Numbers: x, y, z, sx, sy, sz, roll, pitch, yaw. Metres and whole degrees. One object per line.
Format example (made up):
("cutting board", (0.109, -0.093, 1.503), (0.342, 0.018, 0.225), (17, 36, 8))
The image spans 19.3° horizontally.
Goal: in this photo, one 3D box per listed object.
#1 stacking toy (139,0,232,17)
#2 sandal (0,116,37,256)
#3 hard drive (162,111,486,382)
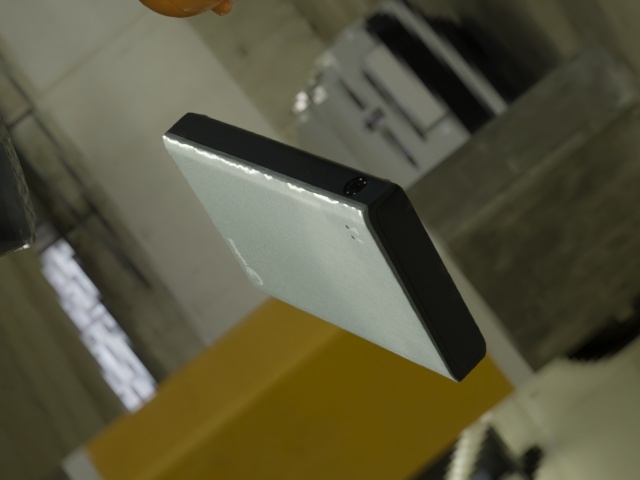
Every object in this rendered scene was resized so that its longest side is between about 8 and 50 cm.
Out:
("stacking toy", (-0.033, -0.190, 0.742), (0.302, 0.166, 0.175), (-80, -30, -46))
("sandal", (-0.180, -0.095, 0.710), (0.254, 0.054, 0.097), (58, 172, 13))
("hard drive", (0.000, 0.000, 0.758), (0.135, 0.022, 0.094), (23, 151, 49))
